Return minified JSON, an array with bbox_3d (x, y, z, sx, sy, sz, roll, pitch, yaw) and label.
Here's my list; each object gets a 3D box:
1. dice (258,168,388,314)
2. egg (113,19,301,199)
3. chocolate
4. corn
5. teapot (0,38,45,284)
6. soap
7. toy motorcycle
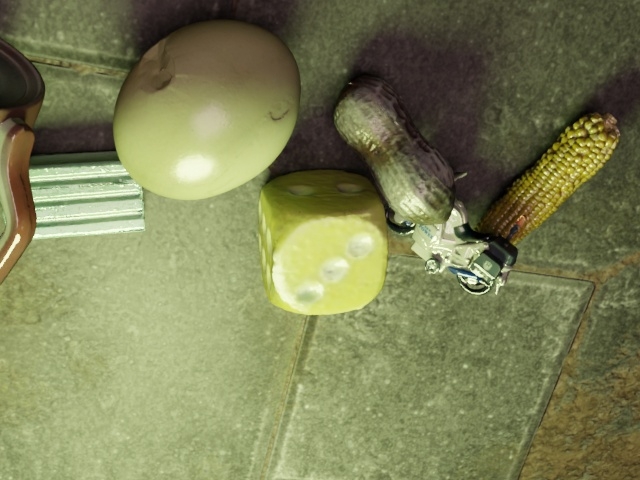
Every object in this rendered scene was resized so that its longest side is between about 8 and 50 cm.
[{"bbox_3d":[0.000,0.000,1.393,0.169,0.169,0.166,-4,116,-9],"label":"dice"},{"bbox_3d":[-0.150,-0.172,1.249,0.219,0.219,0.269,39,102,-25],"label":"egg"},{"bbox_3d":[0.106,-0.127,1.348,0.110,0.110,0.248,-38,84,9],"label":"chocolate"},{"bbox_3d":[0.350,-0.086,1.471,0.086,0.086,0.288,36,108,-25],"label":"corn"},{"bbox_3d":[-0.484,-0.084,1.200,0.315,0.233,0.312,39,117,15],"label":"teapot"},{"bbox_3d":[-0.353,-0.065,1.349,0.198,0.063,0.115,-4,115,-10],"label":"soap"},{"bbox_3d":[0.208,-0.020,1.435,0.221,0.102,0.150,40,117,12],"label":"toy motorcycle"}]
